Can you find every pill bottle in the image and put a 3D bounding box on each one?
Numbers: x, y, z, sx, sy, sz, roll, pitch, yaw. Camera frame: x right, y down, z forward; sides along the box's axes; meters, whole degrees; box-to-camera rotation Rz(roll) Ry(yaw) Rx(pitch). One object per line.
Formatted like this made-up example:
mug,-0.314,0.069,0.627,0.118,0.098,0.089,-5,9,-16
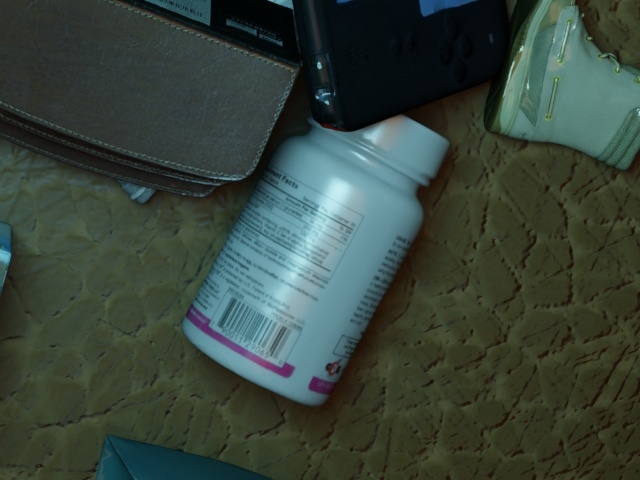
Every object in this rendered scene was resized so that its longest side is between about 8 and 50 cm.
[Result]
pill bottle,0.000,0.000,1.744,0.160,0.160,0.283,28,93,-12

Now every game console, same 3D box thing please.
game console,0.060,-0.312,1.644,0.060,0.342,0.387,-5,101,29

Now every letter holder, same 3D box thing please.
letter holder,-0.198,-0.137,1.596,0.301,0.152,0.214,20,113,-13

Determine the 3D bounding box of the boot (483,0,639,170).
boot,0.268,-0.186,1.804,0.165,0.077,0.213,17,100,-11

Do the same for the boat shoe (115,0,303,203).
boat shoe,-0.082,-0.166,1.734,0.320,0.118,0.103,-39,108,2

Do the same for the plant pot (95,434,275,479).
plant pot,-0.099,0.304,1.775,0.234,0.165,0.166,11,97,-17

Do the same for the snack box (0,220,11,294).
snack box,-0.353,0.144,1.693,0.060,0.187,0.322,15,96,-11
